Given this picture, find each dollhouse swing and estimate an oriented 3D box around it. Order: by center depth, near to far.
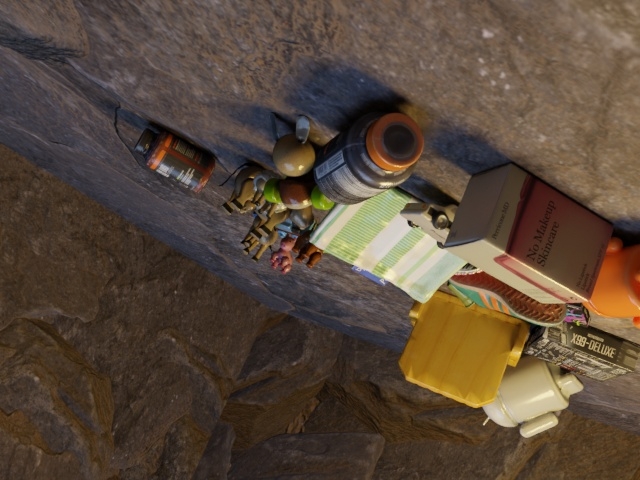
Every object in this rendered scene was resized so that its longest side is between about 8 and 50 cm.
[{"bbox_3d":[0.434,0.353,2.011,0.346,0.305,0.315,19,165,18],"label":"dollhouse swing"}]

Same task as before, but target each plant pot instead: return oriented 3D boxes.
[{"bbox_3d":[0.386,0.125,1.727,0.079,0.083,0.083,37,166,-2],"label":"plant pot"}]

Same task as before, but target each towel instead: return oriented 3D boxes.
[{"bbox_3d":[0.166,0.002,1.437,0.324,0.038,0.248,28,131,-12],"label":"towel"}]

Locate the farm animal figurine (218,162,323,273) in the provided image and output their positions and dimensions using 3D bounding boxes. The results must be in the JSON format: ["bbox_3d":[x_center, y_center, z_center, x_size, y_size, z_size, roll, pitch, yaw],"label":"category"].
[{"bbox_3d":[-0.115,-0.071,1.660,0.330,0.172,0.327,7,144,50],"label":"farm animal figurine"}]

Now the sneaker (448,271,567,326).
[{"bbox_3d":[0.447,0.123,1.555,0.302,0.108,0.121,27,170,26],"label":"sneaker"}]

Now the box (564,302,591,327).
[{"bbox_3d":[0.601,0.166,1.596,0.116,0.029,0.162,15,162,34],"label":"box"}]

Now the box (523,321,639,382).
[{"bbox_3d":[0.728,0.310,1.823,0.242,0.077,0.307,21,166,14],"label":"box"}]

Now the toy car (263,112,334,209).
[{"bbox_3d":[-0.041,-0.172,1.294,0.155,0.149,0.188,10,132,35],"label":"toy car"}]

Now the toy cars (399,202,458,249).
[{"bbox_3d":[0.353,0.002,1.291,0.393,0.087,0.176,25,169,14],"label":"toy cars"}]

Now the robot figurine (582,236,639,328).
[{"bbox_3d":[0.543,0.075,1.135,0.158,0.128,0.219,20,168,-11],"label":"robot figurine"}]

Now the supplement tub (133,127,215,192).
[{"bbox_3d":[-0.381,-0.214,1.674,0.198,0.106,0.106,30,165,-22],"label":"supplement tub"}]

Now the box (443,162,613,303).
[{"bbox_3d":[0.357,-0.006,1.106,0.232,0.149,0.127,28,166,-15],"label":"box"}]

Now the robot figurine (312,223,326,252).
[{"bbox_3d":[0.000,0.000,1.911,0.115,0.067,0.101,11,149,43],"label":"robot figurine"}]

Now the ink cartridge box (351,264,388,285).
[{"bbox_3d":[0.167,0.015,1.507,0.097,0.046,0.207,28,132,-13],"label":"ink cartridge box"}]

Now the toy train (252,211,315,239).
[{"bbox_3d":[-0.103,-0.057,1.857,0.184,0.080,0.105,19,160,22],"label":"toy train"}]

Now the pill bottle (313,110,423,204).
[{"bbox_3d":[0.084,-0.142,1.099,0.130,0.130,0.245,28,166,-14],"label":"pill bottle"}]

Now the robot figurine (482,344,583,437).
[{"bbox_3d":[0.683,0.499,2.150,0.353,0.300,0.200,-28,136,22],"label":"robot figurine"}]

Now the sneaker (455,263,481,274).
[{"bbox_3d":[0.326,0.039,1.506,0.170,0.075,0.063,-8,-170,32],"label":"sneaker"}]
